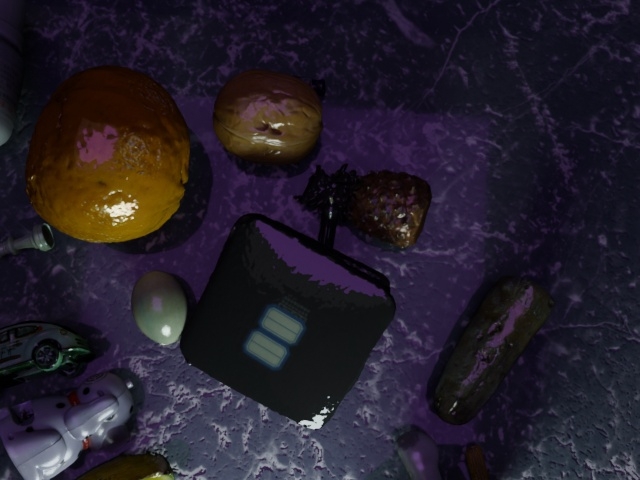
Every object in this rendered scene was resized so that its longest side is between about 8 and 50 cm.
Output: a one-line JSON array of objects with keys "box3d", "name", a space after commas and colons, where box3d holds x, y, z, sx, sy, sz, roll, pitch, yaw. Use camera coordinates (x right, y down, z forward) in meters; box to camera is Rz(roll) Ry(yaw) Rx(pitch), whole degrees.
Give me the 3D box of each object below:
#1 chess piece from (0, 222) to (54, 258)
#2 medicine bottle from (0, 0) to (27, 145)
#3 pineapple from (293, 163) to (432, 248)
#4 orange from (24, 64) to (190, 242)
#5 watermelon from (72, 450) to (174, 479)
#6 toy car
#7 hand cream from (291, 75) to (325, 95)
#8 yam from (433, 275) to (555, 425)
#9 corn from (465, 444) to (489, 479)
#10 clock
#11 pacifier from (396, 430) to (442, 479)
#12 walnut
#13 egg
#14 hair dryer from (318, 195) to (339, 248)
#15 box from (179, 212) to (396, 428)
[{"box3d": [-0.635, 0.008, 1.590, 0.149, 0.059, 0.059, -14, 85, 3], "name": "chess piece"}, {"box3d": [-0.718, -0.358, 1.526, 0.245, 0.245, 0.306, 6, 77, 0], "name": "medicine bottle"}, {"box3d": [0.085, -0.087, 1.575, 0.278, 0.158, 0.158, 18, 85, 14], "name": "pineapple"}, {"box3d": [-0.395, -0.158, 1.473, 0.293, 0.340, 0.340, 21, 85, -10], "name": "orange"}, {"box3d": [-0.415, 0.498, 1.508, 0.301, 0.129, 0.123, -22, 84, 4], "name": "watermelon"}, {"box3d": [-0.613, 0.236, 1.531, 0.306, 0.136, 0.125, -16, 72, -1], "name": "toy car"}, {"box3d": [-0.071, -0.325, 1.639, 0.163, 0.039, 0.062, 0, 87, 5], "name": "hand cream"}, {"box3d": [0.340, 0.227, 1.549, 0.133, 0.133, 0.330, 32, 89, 2], "name": "yam"}, {"box3d": [0.322, 0.467, 1.568, 0.037, 0.037, 0.092, -14, 89, -2], "name": "corn"}, {"box3d": [-0.483, 0.358, 1.516, 0.254, 0.189, 0.189, -26, 85, -18], "name": "clock"}, {"box3d": [0.222, 0.517, 1.477, 0.332, 0.273, 0.220, -21, 110, 0], "name": "pacifier"}, {"box3d": [-0.106, -0.250, 1.554, 0.225, 0.193, 0.193, 2, 85, 0], "name": "walnut"}, {"box3d": [-0.324, 0.136, 1.550, 0.114, 0.114, 0.152, -12, 88, -2], "name": "egg"}, {"box3d": [0.000, 0.000, 1.539, 0.124, 0.071, 0.219, 10, 127, -1], "name": "hair dryer"}, {"box3d": [-0.068, 0.160, 1.519, 0.359, 0.091, 0.350, 28, 104, 1], "name": "box"}]
